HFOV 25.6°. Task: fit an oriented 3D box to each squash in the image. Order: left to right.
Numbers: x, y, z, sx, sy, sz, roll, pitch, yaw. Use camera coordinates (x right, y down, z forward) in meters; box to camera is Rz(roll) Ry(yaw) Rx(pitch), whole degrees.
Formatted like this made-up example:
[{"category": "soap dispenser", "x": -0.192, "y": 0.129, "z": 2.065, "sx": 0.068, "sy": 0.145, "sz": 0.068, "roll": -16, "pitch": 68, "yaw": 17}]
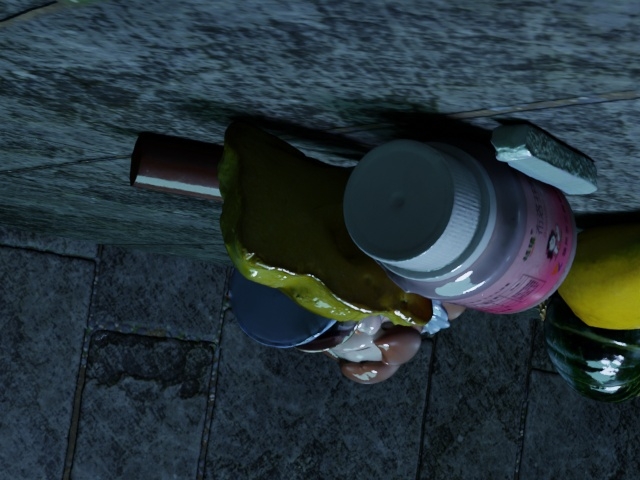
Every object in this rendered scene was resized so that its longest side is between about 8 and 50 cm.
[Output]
[{"category": "squash", "x": 0.393, "y": 0.112, "z": 1.879, "sx": 0.172, "sy": 0.218, "sz": 0.218, "roll": 41, "pitch": -169, "yaw": 25}]

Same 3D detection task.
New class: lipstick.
[{"category": "lipstick", "x": -0.020, "y": -0.054, "z": 1.476, "sx": 0.356, "sy": 0.057, "sz": 0.057, "roll": 9, "pitch": 175, "yaw": -17}]

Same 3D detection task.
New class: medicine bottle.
[{"category": "medicine bottle", "x": 0.120, "y": -0.015, "z": 1.210, "sx": 0.147, "sy": 0.147, "sz": 0.247, "roll": 5, "pitch": 175, "yaw": 29}]

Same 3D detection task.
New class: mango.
[{"category": "mango", "x": 0.364, "y": 0.035, "z": 1.617, "sx": 0.176, "sy": 0.119, "sz": 0.317, "roll": 12, "pitch": 166, "yaw": -4}]

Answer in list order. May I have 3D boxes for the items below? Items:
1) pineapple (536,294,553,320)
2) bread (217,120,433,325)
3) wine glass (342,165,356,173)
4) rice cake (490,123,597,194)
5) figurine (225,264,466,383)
[{"category": "pineapple", "x": 0.386, "y": 0.080, "z": 2.116, "sx": 0.130, "sy": 0.119, "sz": 0.277, "roll": 51, "pitch": 177, "yaw": 5}, {"category": "bread", "x": 0.000, "y": 0.000, "z": 1.284, "sx": 0.233, "sy": 0.161, "sz": 0.088, "roll": 22, "pitch": 140, "yaw": -28}, {"category": "wine glass", "x": 0.033, "y": -0.052, "z": 1.387, "sx": 0.198, "sy": 0.066, "sz": 0.066, "roll": 9, "pitch": 175, "yaw": -12}, {"category": "rice cake", "x": 0.186, "y": -0.065, "z": 1.165, "sx": 0.042, "sy": 0.030, "sz": 0.180, "roll": -1, "pitch": 171, "yaw": 29}, {"category": "figurine", "x": 0.034, "y": 0.080, "z": 2.100, "sx": 0.276, "sy": 0.248, "sz": 0.388, "roll": 8, "pitch": 166, "yaw": 30}]
